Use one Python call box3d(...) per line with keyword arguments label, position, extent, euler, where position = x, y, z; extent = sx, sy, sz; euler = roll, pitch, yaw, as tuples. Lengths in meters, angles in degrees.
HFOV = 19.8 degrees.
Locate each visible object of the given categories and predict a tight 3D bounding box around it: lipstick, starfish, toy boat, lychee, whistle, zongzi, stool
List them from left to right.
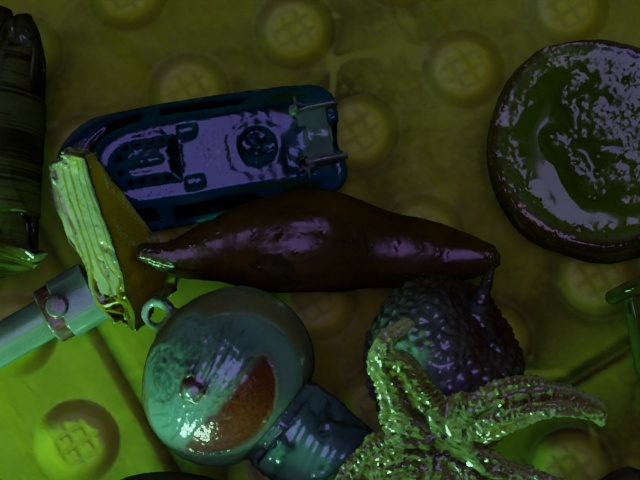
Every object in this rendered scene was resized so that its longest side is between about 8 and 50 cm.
box3d(label="zongzi", position=(-0.412, -0.112, 1.809), extent=(0.288, 0.134, 0.286), euler=(9, 72, -29))
box3d(label="lipstick", position=(-0.308, 0.097, 1.850), extent=(0.186, 0.057, 0.063), euler=(-31, 80, -1))
box3d(label="toy boat", position=(-0.125, -0.088, 1.862), extent=(0.299, 0.092, 0.134), euler=(-10, 83, -1))
box3d(label="whistle", position=(-0.041, 0.174, 1.764), extent=(0.348, 0.189, 0.189), euler=(40, 83, 3))
box3d(label="starfish", position=(0.113, 0.216, 1.704), extent=(0.299, 0.060, 0.302), euler=(38, 104, -20))
box3d(label="lychee", position=(0.123, 0.110, 1.773), extent=(0.165, 0.165, 0.197), euler=(45, 122, 9))
box3d(label="stool", position=(0.350, 0.080, 1.802), extent=(0.135, 0.134, 0.110), euler=(-29, 81, 42))

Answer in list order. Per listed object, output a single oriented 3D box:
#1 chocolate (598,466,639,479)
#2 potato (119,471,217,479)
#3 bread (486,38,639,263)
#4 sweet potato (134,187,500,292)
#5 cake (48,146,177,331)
box3d(label="chocolate", position=(0.265, 0.321, 1.769), extent=(0.214, 0.093, 0.148), euler=(-34, 82, -4))
box3d(label="potato", position=(-0.126, 0.314, 1.753), extent=(0.251, 0.159, 0.174), euler=(30, 53, 15))
box3d(label="bread", position=(0.279, -0.090, 1.856), extent=(0.236, 0.070, 0.236), euler=(0, 78, 1))
box3d(label="sweet potato", position=(-0.005, 0.000, 1.828), extent=(0.359, 0.112, 0.112), euler=(-3, 79, -7))
box3d(label="cake", position=(-0.222, 0.008, 1.817), extent=(0.080, 0.185, 0.116), euler=(-9, 40, 34))
